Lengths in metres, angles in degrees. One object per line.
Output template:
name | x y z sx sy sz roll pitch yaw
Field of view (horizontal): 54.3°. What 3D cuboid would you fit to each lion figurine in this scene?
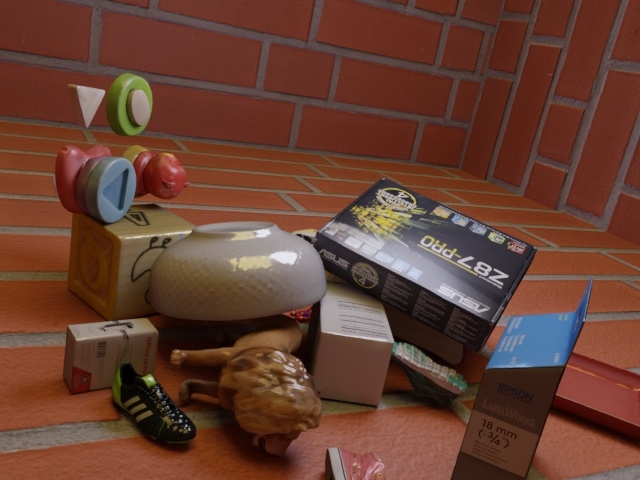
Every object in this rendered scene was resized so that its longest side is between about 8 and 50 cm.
lion figurine | -0.102 0.196 1.077 0.240 0.142 0.392 -1 24 7

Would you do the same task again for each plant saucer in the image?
plant saucer | 0.561 0.312 1.314 0.259 0.047 0.258 19 19 21

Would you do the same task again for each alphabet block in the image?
alphabet block | -0.397 0.038 1.326 0.193 0.192 0.197 23 22 38

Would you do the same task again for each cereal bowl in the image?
cereal bowl | -0.158 0.042 1.194 0.339 0.141 0.339 -1 9 0

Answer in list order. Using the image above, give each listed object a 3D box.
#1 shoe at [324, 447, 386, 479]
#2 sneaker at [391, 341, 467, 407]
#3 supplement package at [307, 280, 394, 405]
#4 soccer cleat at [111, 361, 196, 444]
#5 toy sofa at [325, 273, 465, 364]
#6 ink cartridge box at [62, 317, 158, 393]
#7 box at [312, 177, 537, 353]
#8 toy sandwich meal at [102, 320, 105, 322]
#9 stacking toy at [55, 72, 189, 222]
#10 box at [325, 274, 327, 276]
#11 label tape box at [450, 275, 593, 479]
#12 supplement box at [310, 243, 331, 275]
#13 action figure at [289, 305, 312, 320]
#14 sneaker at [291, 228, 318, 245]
shoe | 0.055 0.346 0.857 0.081 0.063 0.178 4 14 -7
sneaker | 0.187 0.257 1.170 0.167 0.076 0.065 32 22 8
supplement package | 0.050 0.191 1.215 0.134 0.139 0.244 9 19 -5
soccer cleat | -0.258 0.248 0.952 0.179 0.072 0.060 23 21 32
toy sofa | 0.189 0.146 1.444 0.363 0.177 0.150 20 -5 12
ink cartridge box | -0.348 0.188 1.036 0.135 0.099 0.056 -1 20 -37
box | 0.224 0.032 1.334 0.395 0.097 0.318 28 40 19
toy sandwich meal | -0.383 0.175 1.169 0.086 0.029 0.085 11 18 -3
stacking toy | -0.382 -0.185 1.271 0.131 0.279 0.309 14 21 14
box | -0.020 0.082 1.652 0.220 0.051 0.175 4 19 -21
label tape box | 0.311 0.219 0.967 0.106 0.333 0.241 19 19 21
supplement box | -0.015 0.047 1.578 0.099 0.062 0.036 16 21 8
action figure | -0.016 0.169 1.427 0.115 0.030 0.038 2 25 -22
sneaker | 0.000 0.000 1.875 0.209 0.081 0.094 10 15 -4
